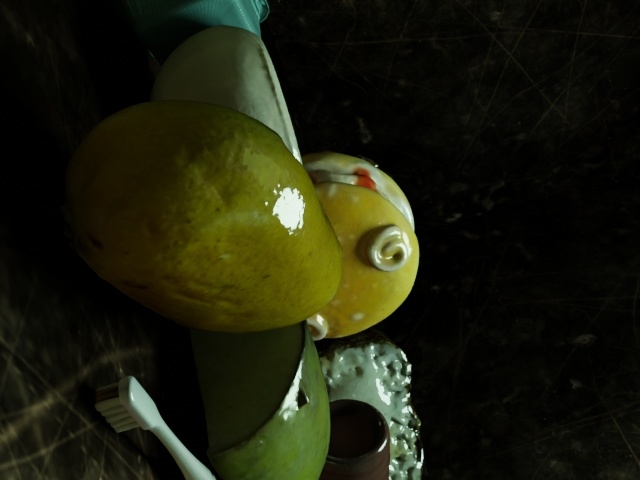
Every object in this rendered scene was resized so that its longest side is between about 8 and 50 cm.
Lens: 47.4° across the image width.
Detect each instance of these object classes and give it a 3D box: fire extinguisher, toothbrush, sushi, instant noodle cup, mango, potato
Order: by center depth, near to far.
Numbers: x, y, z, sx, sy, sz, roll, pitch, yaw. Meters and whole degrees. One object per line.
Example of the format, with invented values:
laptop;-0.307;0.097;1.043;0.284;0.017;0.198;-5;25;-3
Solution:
mango;-0.075;-0.006;0.563;0.262;0.167;0.130;47;18;-53
toothbrush;-0.092;0.211;0.596;0.025;0.030;0.342;-101;172;-45
potato;-0.046;0.161;0.749;0.269;0.112;0.255;-109;-177;-48
instant noodle cup;-0.139;-0.248;0.810;0.179;0.157;0.070;54;19;-73
fire extinguisher;0.031;0.351;0.947;0.138;0.102;0.343;-125;-153;-52
sushi;0.057;0.291;1.198;0.182;0.197;0.343;177;-99;-76

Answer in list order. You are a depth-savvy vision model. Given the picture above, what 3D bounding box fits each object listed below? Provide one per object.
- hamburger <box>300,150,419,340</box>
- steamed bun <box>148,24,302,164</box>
hamburger;0.000;0.000;1.071;0.302;0.261;0.186;53;17;-19
steamed bun;-0.107;-0.104;0.776;0.232;0.145;0.231;162;-90;-85
